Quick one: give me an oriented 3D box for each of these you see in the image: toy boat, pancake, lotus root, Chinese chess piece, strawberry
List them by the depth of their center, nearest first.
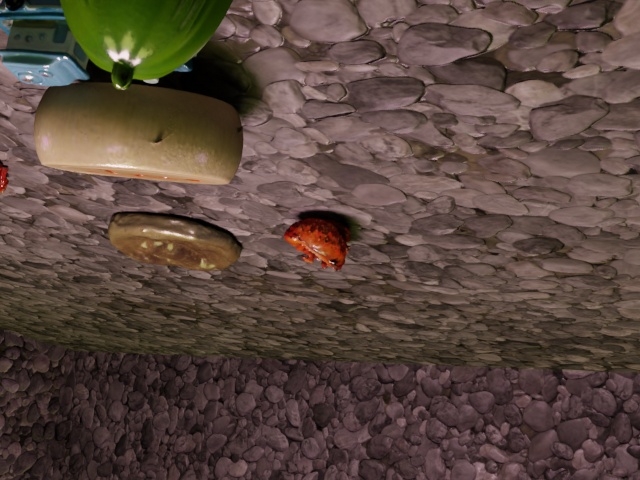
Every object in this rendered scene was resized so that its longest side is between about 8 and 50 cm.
[{"bbox_3d":[-0.174,-0.218,0.764,0.186,0.186,0.186,8,162,3],"label":"lotus root"},{"bbox_3d":[-0.255,-0.222,0.907,0.237,0.098,0.109,6,165,9],"label":"toy boat"},{"bbox_3d":[-0.235,-0.134,1.047,0.273,0.102,0.273,4,180,0],"label":"Chinese chess piece"},{"bbox_3d":[0.000,0.000,1.508,0.121,0.082,0.188,27,173,7],"label":"strawberry"},{"bbox_3d":[-0.313,0.008,1.710,0.294,0.050,0.294,7,161,3],"label":"pancake"}]

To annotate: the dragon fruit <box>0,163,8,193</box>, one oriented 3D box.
[{"bbox_3d":[-0.612,-0.120,1.490,0.097,0.063,0.131,38,170,18],"label":"dragon fruit"}]
